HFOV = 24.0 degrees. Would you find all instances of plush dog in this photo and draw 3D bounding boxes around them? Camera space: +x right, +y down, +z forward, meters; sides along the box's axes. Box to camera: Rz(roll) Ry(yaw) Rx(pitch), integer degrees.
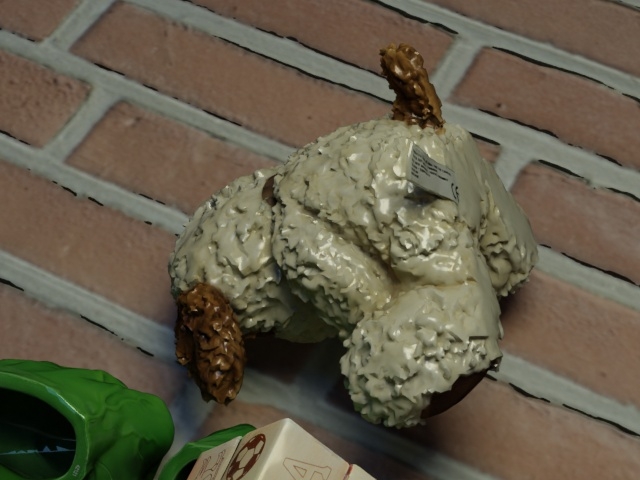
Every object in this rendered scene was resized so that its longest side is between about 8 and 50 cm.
[{"bbox_3d":[0.000,0.000,1.002,0.225,0.210,0.262,-18,17,22],"label":"plush dog"}]

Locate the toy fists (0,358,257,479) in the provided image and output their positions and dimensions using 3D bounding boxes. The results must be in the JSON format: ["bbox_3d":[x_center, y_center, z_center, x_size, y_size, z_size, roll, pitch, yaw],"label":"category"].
[{"bbox_3d":[-0.100,0.144,0.924,0.279,0.142,0.096,16,94,14],"label":"toy fists"}]

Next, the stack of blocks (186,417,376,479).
[{"bbox_3d":[0.037,0.249,0.760,0.297,0.087,0.171,40,53,-16],"label":"stack of blocks"}]
